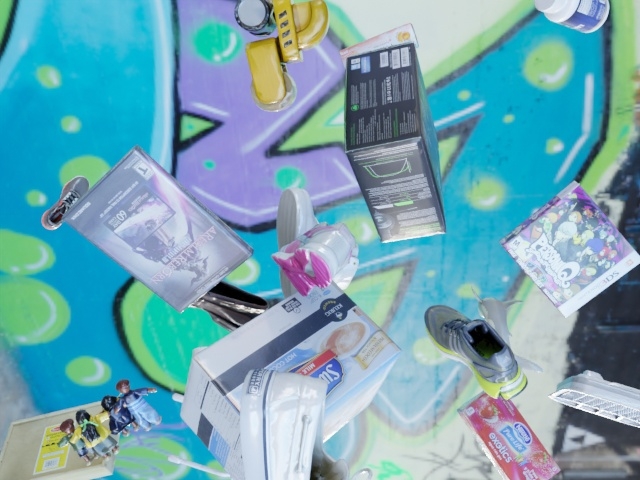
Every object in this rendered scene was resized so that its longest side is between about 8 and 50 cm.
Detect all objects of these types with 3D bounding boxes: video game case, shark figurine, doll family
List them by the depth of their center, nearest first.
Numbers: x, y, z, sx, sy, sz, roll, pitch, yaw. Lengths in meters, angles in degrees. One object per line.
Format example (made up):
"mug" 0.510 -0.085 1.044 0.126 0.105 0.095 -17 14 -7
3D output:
"video game case" -0.282 -0.011 1.192 0.274 0.196 0.026 44 22 -22
"doll family" -0.380 0.321 1.221 0.111 0.193 0.076 61 -20 -20
"video game case" 0.549 0.023 1.497 0.232 0.210 0.042 47 14 -9
"shark figurine" 0.463 0.199 1.698 0.278 0.116 0.166 -99 166 -59

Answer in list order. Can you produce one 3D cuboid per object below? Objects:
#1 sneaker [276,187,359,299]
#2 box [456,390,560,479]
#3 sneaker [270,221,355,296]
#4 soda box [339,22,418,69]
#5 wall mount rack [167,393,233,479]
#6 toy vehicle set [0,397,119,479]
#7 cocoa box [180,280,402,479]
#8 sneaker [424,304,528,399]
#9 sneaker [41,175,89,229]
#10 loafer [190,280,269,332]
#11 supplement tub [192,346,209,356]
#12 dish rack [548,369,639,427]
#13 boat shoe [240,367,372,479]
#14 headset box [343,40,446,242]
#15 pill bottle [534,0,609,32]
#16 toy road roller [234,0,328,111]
"sneaker" 0.000 0.000 1.462 0.108 0.169 0.293 -123 -153 -46
"box" 0.481 0.514 1.763 0.257 0.122 0.128 56 -6 14
"sneaker" -0.005 0.030 1.249 0.103 0.111 0.252 53 -22 -10
"soda box" 0.140 -0.456 1.622 0.058 0.183 0.063 -58 129 -72
"wall mount rack" -0.238 0.514 1.813 0.130 0.304 0.350 -135 -132 -56
"toy vehicle set" -0.556 0.440 1.448 0.166 0.266 0.035 -93 165 -47
"cocoa box" -0.058 0.277 1.319 0.347 0.228 0.231 -30 153 -36
"sneaker" 0.324 0.207 1.461 0.300 0.111 0.121 38 -27 52
"sneaker" -0.619 -0.091 1.675 0.065 0.061 0.158 3 -121 60
"loafer" -0.236 0.093 1.417 0.302 0.095 0.109 37 24 -35
"supplement tub" -0.287 0.326 1.703 0.071 0.071 0.107 75 11 -69
"dish rack" 0.768 0.416 1.790 0.333 0.285 0.072 59 49 -71
"boat shoe" -0.009 0.332 0.914 0.136 0.156 0.367 -70 159 -66
"headset box" 0.144 -0.169 1.258 0.283 0.131 0.246 62 24 -50
"pill bottle" 0.574 -0.542 1.564 0.094 0.169 0.094 -11 -103 56
"toy road roller" -0.084 -0.527 1.844 0.202 0.240 0.330 -75 155 -78
